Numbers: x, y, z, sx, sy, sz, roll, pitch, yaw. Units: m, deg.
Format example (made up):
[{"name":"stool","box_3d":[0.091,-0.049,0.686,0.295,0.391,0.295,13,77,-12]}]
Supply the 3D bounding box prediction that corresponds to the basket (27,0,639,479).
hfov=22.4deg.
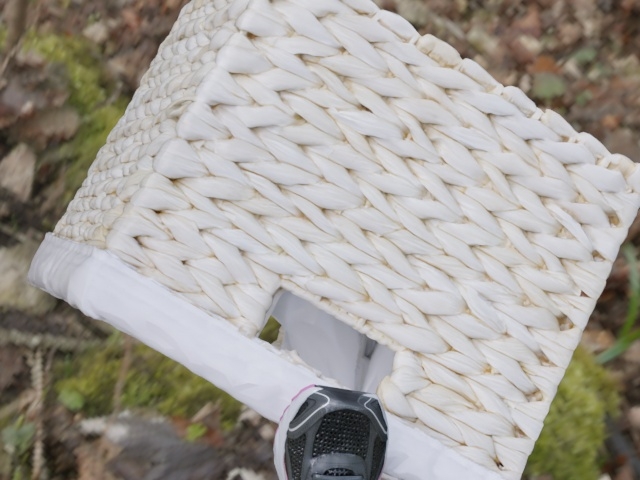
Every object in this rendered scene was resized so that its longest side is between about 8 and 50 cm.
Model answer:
[{"name":"basket","box_3d":[0.000,0.000,1.158,0.328,0.331,0.266,30,82,-14]}]

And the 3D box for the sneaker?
[{"name":"sneaker","box_3d":[0.007,0.172,0.968,0.072,0.178,0.077,1,29,-11]}]
